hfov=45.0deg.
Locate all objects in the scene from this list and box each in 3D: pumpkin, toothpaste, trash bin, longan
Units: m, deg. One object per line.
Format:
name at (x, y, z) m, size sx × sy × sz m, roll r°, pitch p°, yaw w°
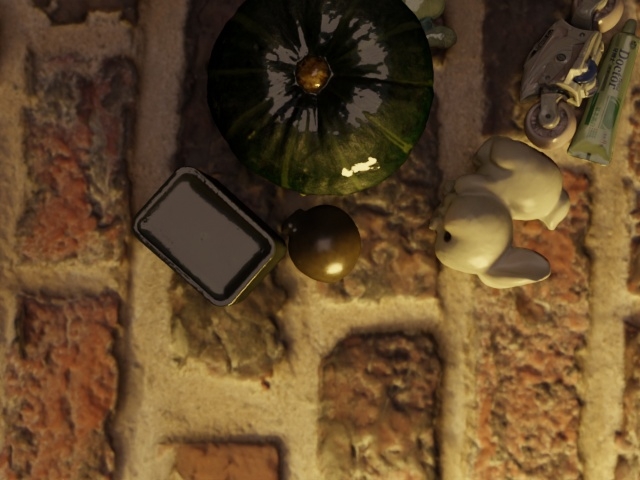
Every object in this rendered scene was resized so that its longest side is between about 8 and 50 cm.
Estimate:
pumpkin at (0.000, -0.206, 1.029) m, size 0.300 × 0.207 × 0.300 m, roll 1°, pitch 97°, yaw 6°
toothpaste at (0.425, -0.220, 1.136) m, size 0.064 × 0.041 × 0.218 m, roll 18°, pitch 89°, yaw 10°
trash bin at (-0.135, 0.000, 0.991) m, size 0.164 × 0.240 × 0.122 m, roll 42°, pitch 88°, yaw -2°
longan at (0.000, 0.000, 1.067) m, size 0.119 × 0.106 × 0.106 m, roll 34°, pitch 86°, yaw -18°

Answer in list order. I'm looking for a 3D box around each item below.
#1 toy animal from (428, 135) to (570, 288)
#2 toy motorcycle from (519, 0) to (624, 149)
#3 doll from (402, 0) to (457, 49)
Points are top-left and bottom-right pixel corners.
toy animal at (0.253, -0.034, 1.074) m, size 0.178 × 0.127 × 0.193 m, roll 24°, pitch 84°, yaw -4°
toy motorcycle at (0.350, -0.255, 1.111) m, size 0.112 × 0.112 × 0.254 m, roll 22°, pitch 88°, yaw -2°
doll at (0.116, -0.358, 1.104) m, size 0.103 × 0.071 × 0.214 m, roll -34°, pitch 87°, yaw -5°
